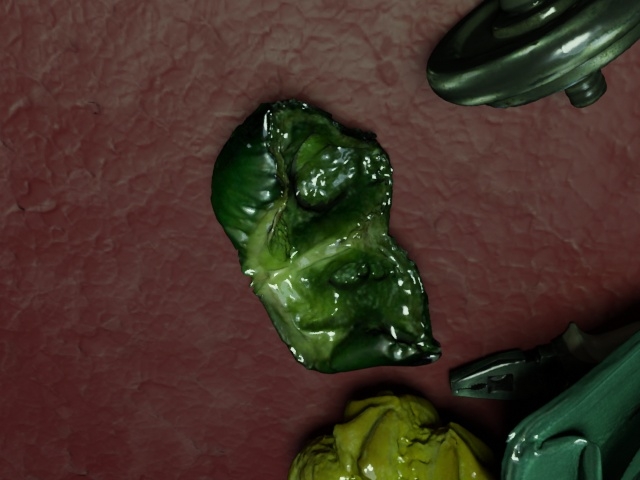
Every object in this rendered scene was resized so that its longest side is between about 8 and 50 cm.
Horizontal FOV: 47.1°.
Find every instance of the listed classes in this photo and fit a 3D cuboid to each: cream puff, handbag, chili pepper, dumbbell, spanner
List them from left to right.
[{"bbox_3d":[0.000,-0.006,0.658,0.148,0.116,0.265,-18,114,24],"label":"chili pepper"},{"bbox_3d":[0.072,0.237,0.714,0.220,0.194,0.195,12,119,26],"label":"cream puff"},{"bbox_3d":[0.120,-0.213,0.496,0.192,0.192,0.290,-31,111,16],"label":"dumbbell"},{"bbox_3d":[0.261,0.234,0.665,0.238,0.089,0.327,-32,136,-26],"label":"handbag"},{"bbox_3d":[0.292,0.124,0.735,0.324,0.040,0.096,-8,114,5],"label":"spanner"}]
